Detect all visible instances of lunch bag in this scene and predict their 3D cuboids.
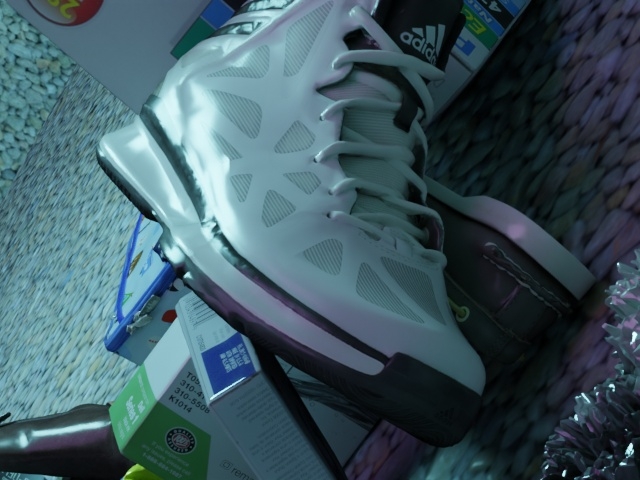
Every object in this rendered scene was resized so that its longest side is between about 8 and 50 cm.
[{"bbox_3d":[-0.138,0.007,2.086,0.243,0.115,0.303,-50,15,26],"label":"lunch bag"}]

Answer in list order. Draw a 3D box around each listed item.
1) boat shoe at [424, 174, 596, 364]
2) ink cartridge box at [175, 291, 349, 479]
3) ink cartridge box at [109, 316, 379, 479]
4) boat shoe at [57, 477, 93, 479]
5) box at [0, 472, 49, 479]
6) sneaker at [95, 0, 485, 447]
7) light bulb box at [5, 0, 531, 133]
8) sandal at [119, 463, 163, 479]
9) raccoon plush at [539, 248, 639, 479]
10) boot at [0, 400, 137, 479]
[{"bbox_3d":[0.091,0.017,1.392,0.091,0.109,0.305,-52,19,-4],"label":"boat shoe"},{"bbox_3d":[-0.013,0.150,1.282,0.045,0.224,0.223,-31,18,-1],"label":"ink cartridge box"},{"bbox_3d":[-0.035,0.101,1.497,0.219,0.160,0.092,-54,18,8],"label":"ink cartridge box"},{"bbox_3d":[-0.227,0.270,1.882,0.227,0.069,0.081,-98,17,-68],"label":"boat shoe"},{"bbox_3d":[-0.423,0.281,2.012,0.242,0.307,0.076,-43,15,37],"label":"box"},{"bbox_3d":[0.019,-0.064,1.282,0.257,0.169,0.447,-53,37,5],"label":"sneaker"},{"bbox_3d":[-0.028,-0.230,1.642,0.225,0.358,0.361,-48,2,27],"label":"light bulb box"},{"bbox_3d":[-0.151,0.302,1.523,0.138,0.126,0.317,-49,15,38],"label":"sandal"},{"bbox_3d":[0.126,0.152,0.880,0.446,0.216,0.299,-44,12,38],"label":"raccoon plush"},{"bbox_3d":[-0.231,0.204,1.801,0.248,0.207,0.090,-153,56,-84],"label":"boot"}]
